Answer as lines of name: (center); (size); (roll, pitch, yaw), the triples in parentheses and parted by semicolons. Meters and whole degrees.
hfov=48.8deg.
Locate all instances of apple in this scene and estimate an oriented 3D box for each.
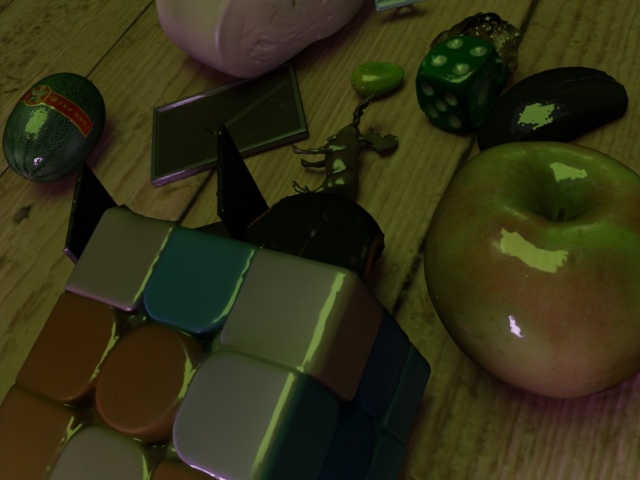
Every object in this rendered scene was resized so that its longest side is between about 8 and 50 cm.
apple: (0.292, 0.043, 0.905); (0.318, 0.277, 0.319); (-4, 48, 4)

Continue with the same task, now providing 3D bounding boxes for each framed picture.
framed picture: (-0.200, -0.250, 1.485); (0.334, 0.022, 0.247); (-17, 48, 7)

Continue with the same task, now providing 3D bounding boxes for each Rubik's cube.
Rubik's cube: (-0.111, 0.208, 0.828); (0.346, 0.346, 0.345); (13, 71, 30)

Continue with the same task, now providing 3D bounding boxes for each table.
table: (-0.211, 0.000, 1.110); (0.250, 0.282, 0.196); (-13, 50, 10)

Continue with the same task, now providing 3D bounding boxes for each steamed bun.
steamed bun: (-0.127, -0.581, 1.535); (0.456, 0.290, 0.371); (-41, 46, -14)

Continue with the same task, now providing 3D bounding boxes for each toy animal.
toy animal: (0.046, -0.160, 1.288); (0.185, 0.094, 0.214); (-13, 56, 16)

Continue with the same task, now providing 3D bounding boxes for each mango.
mango: (0.114, -0.322, 1.406); (0.108, 0.056, 0.074); (-17, 54, 3)

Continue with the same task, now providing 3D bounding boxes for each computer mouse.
computer mouse: (0.002, -0.005, 1.048); (0.182, 0.116, 0.323); (21, 16, 7)
computer mouse: (0.394, -0.232, 1.212); (0.269, 0.086, 0.138); (-26, 49, -3)

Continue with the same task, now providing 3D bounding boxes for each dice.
dice: (0.251, -0.282, 1.273); (0.120, 0.131, 0.128); (30, 66, 35)

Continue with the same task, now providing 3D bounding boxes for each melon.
melon: (-0.562, -0.251, 1.515); (0.182, 0.182, 0.288); (1, 51, 21)

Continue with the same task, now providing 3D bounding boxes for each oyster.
oyster: (0.299, -0.390, 1.351); (0.161, 0.107, 0.233); (-34, 32, 1)

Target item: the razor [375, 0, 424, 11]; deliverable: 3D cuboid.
razor: (0.187, -0.603, 1.621); (0.110, 0.056, 0.278); (-9, 43, 15)
